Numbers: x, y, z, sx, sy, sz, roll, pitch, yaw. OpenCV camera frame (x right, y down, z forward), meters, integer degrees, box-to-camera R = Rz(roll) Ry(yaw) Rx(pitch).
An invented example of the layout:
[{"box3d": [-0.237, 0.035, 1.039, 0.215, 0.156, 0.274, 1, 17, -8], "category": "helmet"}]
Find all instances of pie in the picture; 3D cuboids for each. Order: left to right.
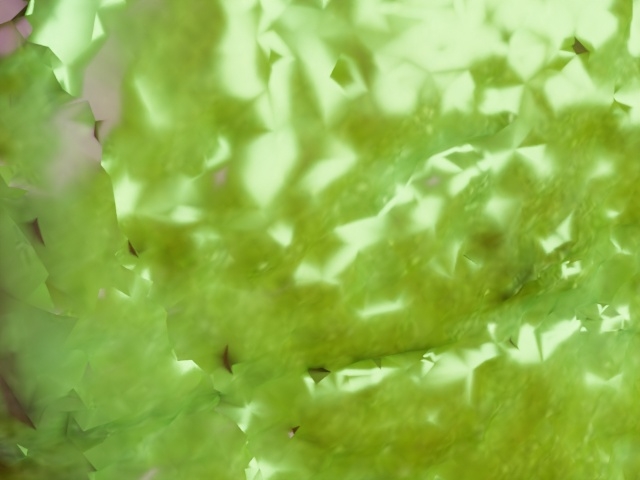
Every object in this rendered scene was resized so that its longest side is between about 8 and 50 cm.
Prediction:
[{"box3d": [0.019, 0.011, 0.526, 0.395, 0.180, 0.418, -39, 118, -19], "category": "pie"}]
